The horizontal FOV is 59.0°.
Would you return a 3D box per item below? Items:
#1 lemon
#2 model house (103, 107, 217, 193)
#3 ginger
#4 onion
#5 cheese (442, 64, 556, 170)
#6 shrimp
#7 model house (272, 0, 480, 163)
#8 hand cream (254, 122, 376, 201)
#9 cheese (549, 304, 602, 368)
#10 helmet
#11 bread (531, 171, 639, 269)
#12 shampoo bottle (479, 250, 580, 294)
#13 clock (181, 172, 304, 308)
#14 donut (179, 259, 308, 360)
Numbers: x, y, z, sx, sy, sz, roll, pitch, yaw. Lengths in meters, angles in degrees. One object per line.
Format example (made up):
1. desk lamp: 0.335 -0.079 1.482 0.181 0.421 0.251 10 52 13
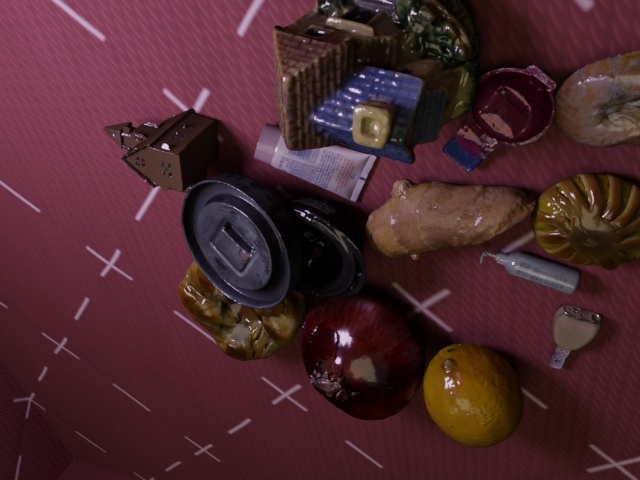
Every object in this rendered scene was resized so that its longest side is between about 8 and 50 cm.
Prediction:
1. lemon: 0.366 0.370 1.361 0.236 0.235 0.263 9 143 20
2. model house: -0.384 -0.206 1.289 0.248 0.180 0.176 19 133 12
3. ginger: 0.253 -0.047 1.149 0.354 0.126 0.189 -5 114 26
4. onion: 0.084 0.305 1.412 0.348 0.285 0.347 14 116 31
5. cheese: 0.316 -0.215 1.015 0.155 0.062 0.244 38 141 -2
6. shrimp: 0.532 -0.230 0.893 0.317 0.077 0.168 -7 133 36
7. model house: 0.071 -0.276 0.923 0.321 0.266 0.261 21 136 21
8. hand cream: -0.014 -0.175 1.214 0.248 0.083 0.133 21 135 -6
9. cheese: 0.558 0.227 1.276 0.097 0.037 0.192 17 132 15
10. helmet: 0.000 0.000 1.280 0.279 0.160 0.230 15 127 20
11. bread: 0.504 -0.030 1.047 0.214 0.104 0.213 14 129 18
12. shampoo bottle: 0.435 0.056 1.183 0.195 0.056 0.056 20 133 10
13. clock: -0.176 0.004 1.256 0.319 0.066 0.318 20 128 28
14. donut: -0.208 0.167 1.525 0.361 0.170 0.360 15 131 18
